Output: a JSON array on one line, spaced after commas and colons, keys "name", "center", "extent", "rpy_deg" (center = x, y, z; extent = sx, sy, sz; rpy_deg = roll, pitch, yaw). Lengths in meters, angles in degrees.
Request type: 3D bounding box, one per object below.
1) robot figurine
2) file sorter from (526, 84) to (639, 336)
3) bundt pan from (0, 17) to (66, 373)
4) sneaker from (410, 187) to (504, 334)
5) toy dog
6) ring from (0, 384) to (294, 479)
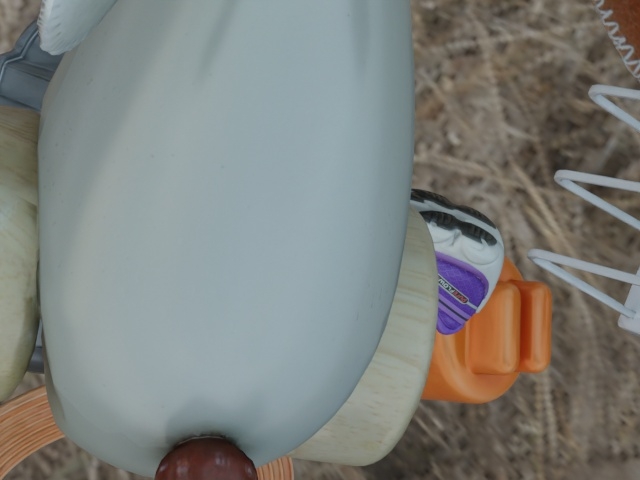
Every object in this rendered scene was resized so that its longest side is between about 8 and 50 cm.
[{"name": "robot figurine", "center": [0.082, 0.065, 1.597], "extent": [0.158, 0.219, 0.128], "rpy_deg": [-49, 125, -35]}, {"name": "file sorter", "center": [0.295, -0.066, 1.406], "extent": [0.173, 0.193, 0.278], "rpy_deg": [27, 83, -40]}, {"name": "bundt pan", "center": [-0.190, -0.029, 1.690], "extent": [0.124, 0.331, 0.331], "rpy_deg": [15, 105, 19]}, {"name": "sneaker", "center": [0.000, 0.000, 0.925], "extent": [0.170, 0.068, 0.071], "rpy_deg": [21, 107, 0]}, {"name": "toy dog", "center": [-0.008, -0.037, 0.467], "extent": [0.220, 0.161, 0.334], "rpy_deg": [-8, 134, -9]}, {"name": "ring", "center": [-0.188, 0.229, 1.722], "extent": [0.336, 0.032, 0.337], "rpy_deg": [-10, 133, -11]}]
